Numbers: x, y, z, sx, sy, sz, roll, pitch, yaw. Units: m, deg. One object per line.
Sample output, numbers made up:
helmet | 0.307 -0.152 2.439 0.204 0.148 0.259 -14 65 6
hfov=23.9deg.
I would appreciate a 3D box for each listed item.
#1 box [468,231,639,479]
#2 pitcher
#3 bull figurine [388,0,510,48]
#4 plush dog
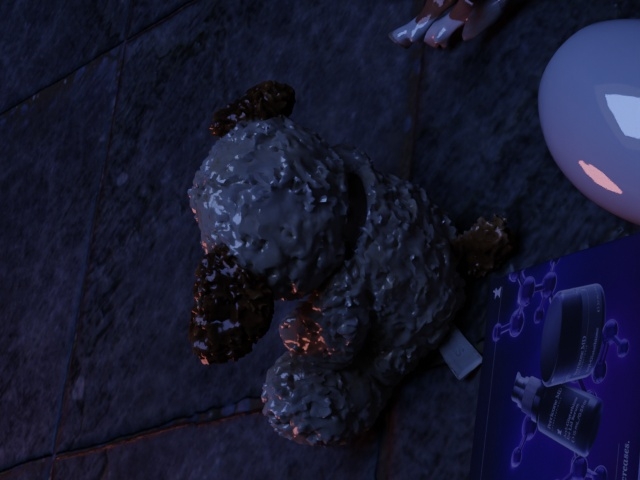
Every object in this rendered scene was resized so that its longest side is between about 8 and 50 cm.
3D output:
box | 0.168 0.142 0.861 0.184 0.103 0.261 152 129 -65
pitcher | 0.248 -0.079 0.966 0.178 0.125 0.207 -55 46 14
bull figurine | 0.093 -0.288 1.302 0.188 0.101 0.310 -56 34 19
plush dog | 0.000 0.000 1.143 0.210 0.225 0.262 -24 52 43
